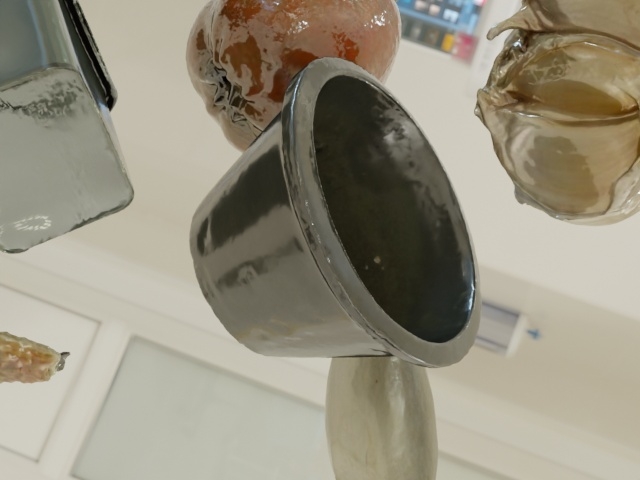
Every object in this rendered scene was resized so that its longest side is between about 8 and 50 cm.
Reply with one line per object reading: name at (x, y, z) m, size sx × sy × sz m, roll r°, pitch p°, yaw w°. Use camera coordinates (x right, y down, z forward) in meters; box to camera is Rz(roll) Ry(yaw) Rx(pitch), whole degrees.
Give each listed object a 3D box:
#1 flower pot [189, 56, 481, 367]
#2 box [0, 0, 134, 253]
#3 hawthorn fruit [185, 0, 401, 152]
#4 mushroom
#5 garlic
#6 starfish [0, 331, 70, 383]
flower pot at (0.000, 0.000, 1.009) m, size 0.269 × 0.166 × 0.269 m, roll 40°, pitch 38°, yaw -41°
box at (-0.247, -0.107, 0.977) m, size 0.243 × 0.163 × 0.135 m, roll 78°, pitch -12°, yaw -58°
hawthorn fruit at (-0.004, -0.193, 1.164) m, size 0.251 × 0.199 × 0.199 m, roll -38°, pitch 155°, yaw -28°
mushroom at (0.072, 0.168, 1.354) m, size 0.128 × 0.128 × 0.350 m, roll 43°, pitch 49°, yaw -80°
garlic at (0.240, -0.129, 1.010) m, size 0.142 × 0.178 × 0.230 m, roll -5°, pitch 110°, yaw -53°
starfish at (-0.444, 0.073, 0.823) m, size 0.398 × 0.384 × 0.132 m, roll -41°, pitch -175°, yaw 21°
